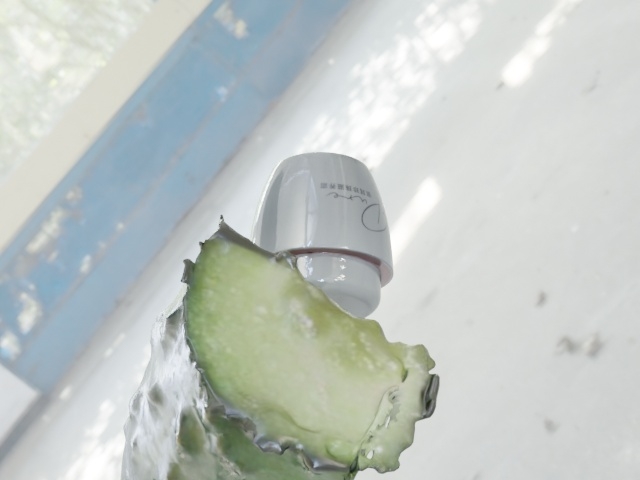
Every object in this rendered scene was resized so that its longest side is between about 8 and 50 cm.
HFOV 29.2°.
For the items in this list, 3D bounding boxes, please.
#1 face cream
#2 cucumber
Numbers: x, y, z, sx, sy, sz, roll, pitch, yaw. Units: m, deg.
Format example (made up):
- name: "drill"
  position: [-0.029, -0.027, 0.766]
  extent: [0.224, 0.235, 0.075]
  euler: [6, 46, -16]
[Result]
- name: "face cream"
  position: [0.000, 0.000, 0.771]
  extent: [0.091, 0.091, 0.095]
  euler: [-29, 53, 49]
- name: "cucumber"
  position: [-0.057, 0.136, 0.653]
  extent: [0.105, 0.145, 0.325]
  euler: [-46, -13, -36]
